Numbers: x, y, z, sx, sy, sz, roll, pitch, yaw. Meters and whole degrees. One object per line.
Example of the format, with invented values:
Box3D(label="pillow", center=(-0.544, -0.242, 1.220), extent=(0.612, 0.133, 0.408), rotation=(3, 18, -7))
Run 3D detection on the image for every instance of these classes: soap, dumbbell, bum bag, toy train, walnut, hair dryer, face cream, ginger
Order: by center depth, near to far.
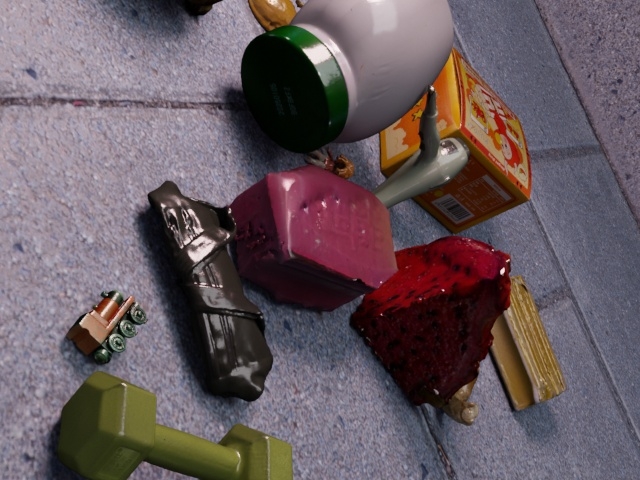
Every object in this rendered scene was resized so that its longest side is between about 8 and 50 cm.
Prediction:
Box3D(label="dumbbell", center=(-0.158, 0.246, 1.087), extent=(0.302, 0.121, 0.108), rotation=(33, 14, -43))
Box3D(label="toy train", center=(-0.253, 0.100, 1.122), extent=(0.064, 0.044, 0.103), rotation=(44, 34, -11))
Box3D(label="bum bag", center=(-0.139, 0.063, 1.284), extent=(0.142, 0.080, 0.326), rotation=(-6, 73, -54))
Box3D(label="soap", center=(0.000, 0.000, 1.502), extent=(0.325, 0.127, 0.220), rotation=(25, 50, -48))
Box3D(label="face cream", center=(0.061, -0.310, 1.623), extent=(0.219, 0.312, 0.357), rotation=(38, 50, 24))
Box3D(label="hair dryer", center=(0.156, -0.150, 1.740), extent=(0.092, 0.229, 0.267), rotation=(50, 3, 32))
Box3D(label="walnut", center=(-0.080, -0.437, 1.781), extent=(0.121, 0.052, 0.091), rotation=(34, 44, -37))
Box3D(label="ginger", center=(0.271, 0.245, 1.781), extent=(0.288, 0.075, 0.089), rotation=(-67, 147, -58))
Box3D(label="soap", center=(0.428, 0.217, 2.024), extent=(0.173, 0.089, 0.274), rotation=(-3, 70, -59))

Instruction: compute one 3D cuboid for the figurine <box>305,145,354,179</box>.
Box3D(label="figurine", center=(0.018, -0.140, 1.718), extent=(0.109, 0.047, 0.064), rotation=(19, 81, -42))

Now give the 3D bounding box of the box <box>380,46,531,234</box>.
Box3D(label="box", center=(0.288, -0.215, 2.020), extent=(0.283, 0.214, 0.259), rotation=(37, 41, -38))

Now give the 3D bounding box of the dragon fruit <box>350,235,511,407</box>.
Box3D(label="dragon fruit", center=(0.201, 0.125, 1.586), extent=(0.240, 0.330, 0.302), rotation=(-12, 79, -37))

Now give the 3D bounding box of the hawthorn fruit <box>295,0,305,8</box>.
Box3D(label="hawthorn fruit", center=(0.043, -0.429, 1.844), extent=(0.226, 0.196, 0.196), rotation=(12, 56, -36))

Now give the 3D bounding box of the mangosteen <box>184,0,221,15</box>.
Box3D(label="mangosteen", center=(-0.187, -0.520, 1.459), extent=(0.297, 0.297, 0.293), rotation=(-19, 100, -59))
